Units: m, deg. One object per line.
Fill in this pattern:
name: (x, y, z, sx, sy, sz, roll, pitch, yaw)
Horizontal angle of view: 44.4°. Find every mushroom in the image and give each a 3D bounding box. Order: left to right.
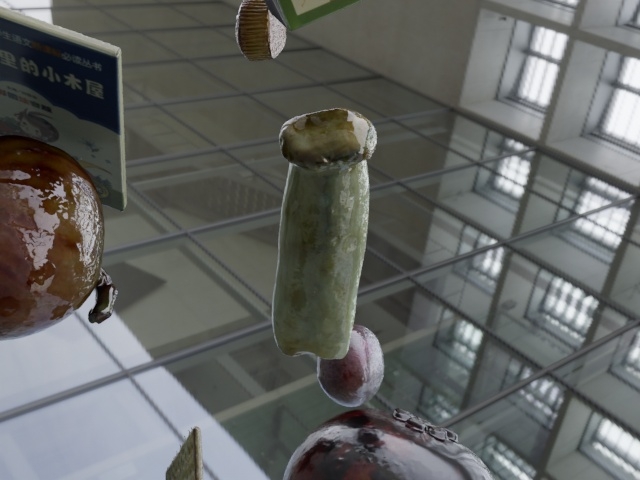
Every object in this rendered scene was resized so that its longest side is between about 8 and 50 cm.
mushroom: (0.000, 0.000, 0.857, 0.100, 0.081, 0.312, 7, -55, 3)

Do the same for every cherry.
cherry: (0.061, 0.264, 1.620, 0.140, 0.176, 0.176, 4, -70, 11)

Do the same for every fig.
fig: (-0.345, 0.002, 0.882, 0.235, 0.214, 0.235, -1, -93, 28)

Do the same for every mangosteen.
mangosteen: (0.045, 0.230, 0.601, 0.200, 0.200, 0.200, 22, -61, 46)

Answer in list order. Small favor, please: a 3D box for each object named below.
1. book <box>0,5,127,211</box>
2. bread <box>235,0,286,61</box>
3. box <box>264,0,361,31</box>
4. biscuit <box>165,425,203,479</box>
book: (-0.337, -0.151, 0.916, 0.322, 0.228, 0.018, 112, -4, -61)
bread: (-0.077, -0.262, 0.962, 0.053, 0.085, 0.085, 5, -70, 14)
box: (-0.007, -0.315, 0.740, 0.195, 0.148, 0.177, -114, 179, -69)
biscuit: (-0.190, 0.353, 1.086, 0.231, 0.016, 0.139, 121, -33, -53)
